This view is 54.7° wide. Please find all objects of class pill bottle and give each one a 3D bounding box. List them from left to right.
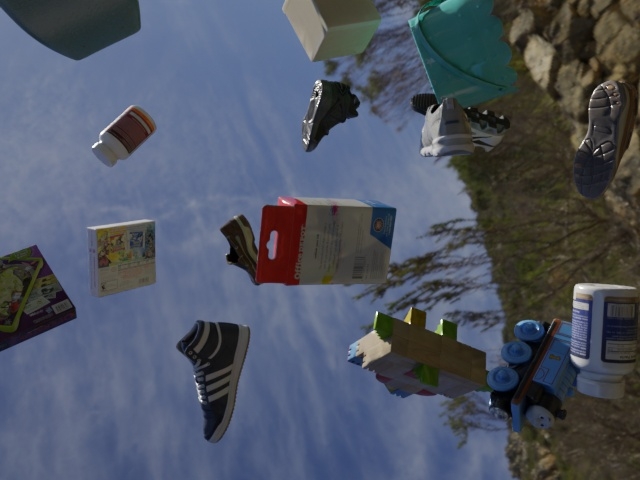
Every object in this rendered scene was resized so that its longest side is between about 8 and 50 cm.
[{"bbox_3d":[-0.484,-0.254,1.521,0.086,0.086,0.152,44,-114,-13],"label":"pill bottle"},{"bbox_3d":[0.314,0.110,0.687,0.067,0.067,0.120,1,-88,-50],"label":"pill bottle"}]

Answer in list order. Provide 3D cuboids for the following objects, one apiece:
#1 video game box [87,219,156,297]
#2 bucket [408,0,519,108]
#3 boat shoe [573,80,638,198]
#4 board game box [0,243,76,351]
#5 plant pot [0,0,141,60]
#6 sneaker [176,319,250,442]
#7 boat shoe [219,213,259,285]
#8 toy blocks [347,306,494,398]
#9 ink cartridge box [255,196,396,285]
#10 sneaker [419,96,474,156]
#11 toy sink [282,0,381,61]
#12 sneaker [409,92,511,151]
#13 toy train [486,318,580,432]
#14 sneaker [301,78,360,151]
[{"bbox_3d":[-0.544,0.045,1.706,0.205,0.048,0.187,-13,-69,-57],"label":"video game box"},{"bbox_3d":[0.332,-0.442,1.455,0.281,0.183,0.281,-21,-90,-76],"label":"bucket"},{"bbox_3d":[0.774,-0.264,1.651,0.117,0.324,0.123,-15,-145,-31],"label":"boat shoe"},{"bbox_3d":[-0.717,0.150,1.278,0.347,0.056,0.208,-25,-116,-32],"label":"board game box"},{"bbox_3d":[-0.468,-0.498,1.166,0.252,0.247,0.247,62,-178,-45],"label":"plant pot"},{"bbox_3d":[-0.272,0.322,1.448,0.153,0.099,0.282,18,-100,-27],"label":"sneaker"},{"bbox_3d":[-0.233,0.040,1.805,0.095,0.095,0.257,42,154,48],"label":"boat shoe"},{"bbox_3d":[0.248,0.339,1.671,0.382,0.261,0.190,22,-125,-16],"label":"toy blocks"},{"bbox_3d":[0.000,0.000,1.019,0.231,0.134,0.078,1,-166,-22],"label":"ink cartridge box"},{"bbox_3d":[0.256,-0.227,1.234,0.281,0.105,0.115,-85,-9,-82],"label":"sneaker"},{"bbox_3d":[0.010,-0.562,1.475,0.153,0.131,0.234,-20,-105,-28],"label":"toy sink"},{"bbox_3d":[0.436,-0.371,2.025,0.331,0.146,0.122,20,-133,-1],"label":"sneaker"},{"bbox_3d":[0.303,0.183,0.857,0.184,0.105,0.080,-46,-46,-37],"label":"toy train"},{"bbox_3d":[0.027,-0.312,1.592,0.130,0.227,0.087,-2,-129,-22],"label":"sneaker"}]
